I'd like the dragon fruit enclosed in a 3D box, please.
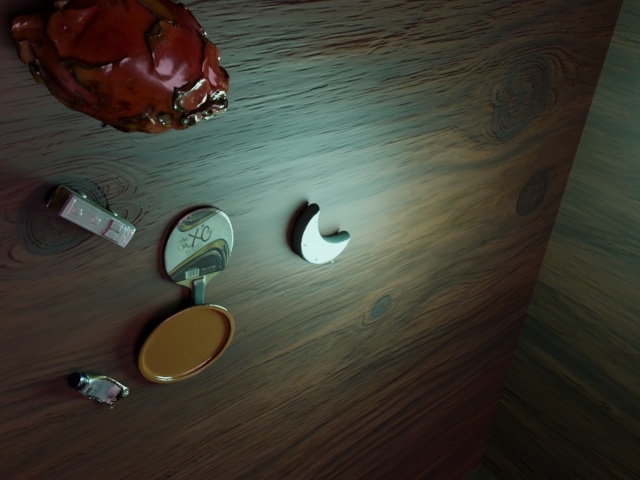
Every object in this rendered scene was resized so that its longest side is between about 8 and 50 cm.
[{"bbox_3d":[-0.304,-0.287,0.993,0.314,0.250,0.250,-2,130,6],"label":"dragon fruit"}]

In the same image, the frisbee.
[{"bbox_3d":[-0.320,0.246,1.503,0.250,0.021,0.251,-25,140,-23],"label":"frisbee"}]

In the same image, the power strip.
[{"bbox_3d":[0.000,0.000,1.655,0.137,0.044,0.216,-51,141,-3],"label":"power strip"}]

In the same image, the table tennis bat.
[{"bbox_3d":[-0.281,0.061,1.436,0.173,0.022,0.301,-14,124,-37],"label":"table tennis bat"}]

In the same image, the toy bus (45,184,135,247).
[{"bbox_3d":[-0.425,-0.042,1.175,0.057,0.072,0.172,-57,142,-4],"label":"toy bus"}]

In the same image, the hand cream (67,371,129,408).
[{"bbox_3d":[-0.498,0.332,1.403,0.062,0.039,0.163,-50,147,-9],"label":"hand cream"}]
